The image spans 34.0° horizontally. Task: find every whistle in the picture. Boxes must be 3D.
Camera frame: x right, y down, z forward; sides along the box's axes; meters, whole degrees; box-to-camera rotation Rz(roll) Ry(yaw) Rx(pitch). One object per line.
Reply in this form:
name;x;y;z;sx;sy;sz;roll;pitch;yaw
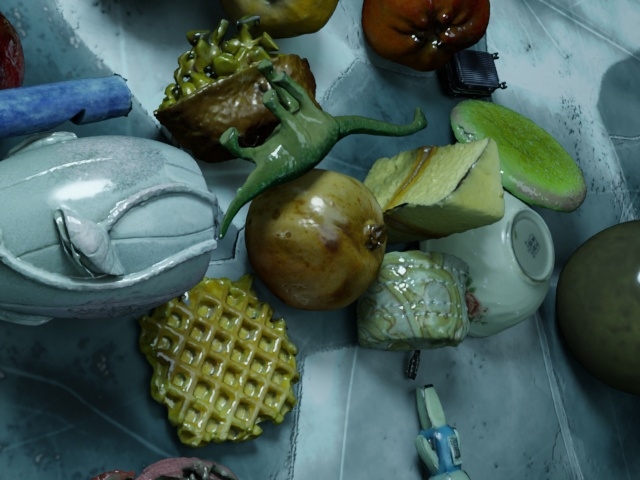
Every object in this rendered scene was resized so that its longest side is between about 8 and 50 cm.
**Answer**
whistle;0.194;0.351;1.691;0.114;0.077;0.235;-2;73;-48
whistle;-0.368;-0.155;1.259;0.304;0.062;0.062;-18;89;-42

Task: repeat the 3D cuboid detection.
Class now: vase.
vase;-0.356;-0.006;1.249;0.445;0.250;0.250;-7;81;-34

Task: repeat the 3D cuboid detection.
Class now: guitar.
guitar;0.164;0.121;1.760;0.088;0.025;0.233;23;64;-33

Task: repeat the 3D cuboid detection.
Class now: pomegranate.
pomegranate;0.000;0.000;1.538;0.215;0.215;0.215;12;70;-36

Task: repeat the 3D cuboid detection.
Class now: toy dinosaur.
toy dinosaur;0.002;-0.111;1.485;0.301;0.087;0.447;47;53;-34

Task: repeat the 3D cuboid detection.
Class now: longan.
longan;0.613;0.119;1.947;0.361;0.361;0.361;12;70;-36

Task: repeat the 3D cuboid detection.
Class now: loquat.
loquat;-0.064;-0.394;1.609;0.176;0.187;0.234;68;15;2

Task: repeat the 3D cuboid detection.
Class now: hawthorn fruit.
hawthorn fruit;0.180;-0.429;1.826;0.224;0.224;0.261;26;42;-31

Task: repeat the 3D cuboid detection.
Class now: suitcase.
suitcase;0.280;-0.313;1.955;0.126;0.059;0.086;-2;72;-39

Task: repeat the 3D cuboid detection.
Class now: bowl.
bowl;0.309;0.023;1.812;0.277;0.145;0.277;15;68;-40

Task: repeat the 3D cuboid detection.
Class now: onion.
onion;-0.431;-0.230;1.277;0.159;0.195;0.159;18;55;-28

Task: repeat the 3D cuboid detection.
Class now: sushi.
sushi;-0.116;-0.220;1.547;0.296;0.167;0.179;-19;83;-21

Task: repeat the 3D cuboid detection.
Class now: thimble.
thimble;0.151;0.098;1.672;0.191;0.137;0.143;1;74;-14

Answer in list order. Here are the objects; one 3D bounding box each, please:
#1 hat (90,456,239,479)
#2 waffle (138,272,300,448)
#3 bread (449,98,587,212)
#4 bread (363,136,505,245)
hat;-0.191;0.378;1.347;0.286;0.107;0.236;39;46;-29
waffle;-0.139;0.169;1.490;0.254;0.052;0.245;-15;86;-40
bread;0.371;-0.161;1.910;0.301;0.045;0.301;24;34;-18
bread;0.159;-0.063;1.656;0.178;0.266;0.141;-35;103;-38
